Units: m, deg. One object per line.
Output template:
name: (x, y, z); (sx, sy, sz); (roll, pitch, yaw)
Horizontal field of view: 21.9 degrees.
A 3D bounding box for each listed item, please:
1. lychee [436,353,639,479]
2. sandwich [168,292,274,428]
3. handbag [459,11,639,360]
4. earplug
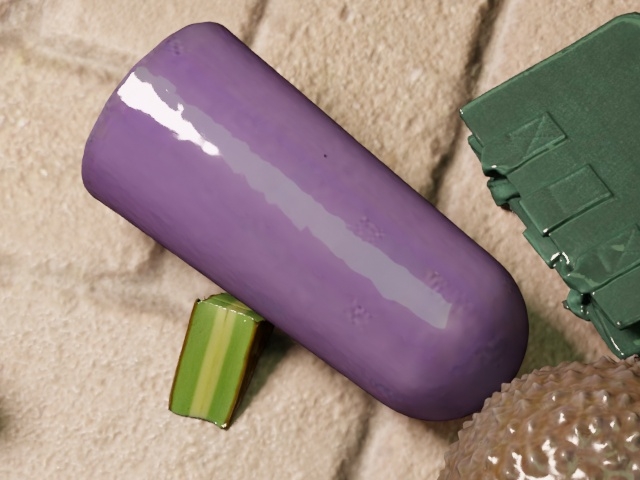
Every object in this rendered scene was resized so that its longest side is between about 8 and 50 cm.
lychee: (0.245, 0.237, 1.409); (0.300, 0.300, 0.300); (-2, 64, 4)
sandwich: (-0.095, 0.118, 1.636); (0.074, 0.074, 0.116); (18, 99, 13)
handbag: (0.304, -0.056, 1.618); (0.238, 0.089, 0.326); (-27, 54, -4)
earplug: (0.000, 0.000, 1.586); (0.456, 0.215, 0.215); (38, 73, 17)
